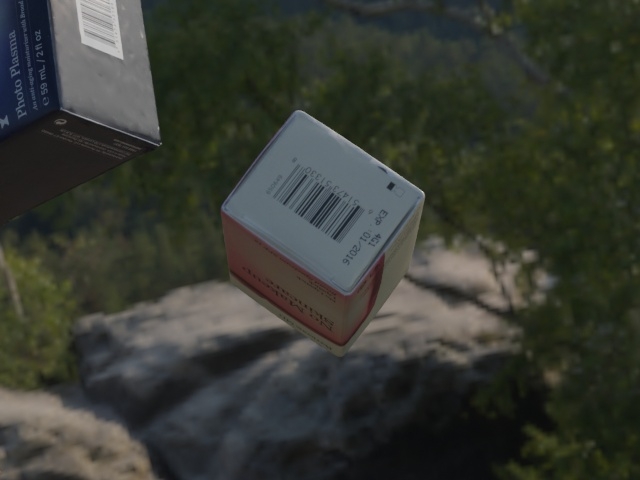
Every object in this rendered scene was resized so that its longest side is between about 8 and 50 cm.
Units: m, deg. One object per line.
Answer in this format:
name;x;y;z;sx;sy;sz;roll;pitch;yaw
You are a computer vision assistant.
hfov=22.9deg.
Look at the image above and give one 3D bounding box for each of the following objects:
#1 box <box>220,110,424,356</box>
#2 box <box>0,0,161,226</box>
box;0.000;0.000;1.523;0.127;0.148;0.232;-53;-11;-16
box;-0.378;-0.211;1.953;0.294;0.296;0.182;-24;-25;31
